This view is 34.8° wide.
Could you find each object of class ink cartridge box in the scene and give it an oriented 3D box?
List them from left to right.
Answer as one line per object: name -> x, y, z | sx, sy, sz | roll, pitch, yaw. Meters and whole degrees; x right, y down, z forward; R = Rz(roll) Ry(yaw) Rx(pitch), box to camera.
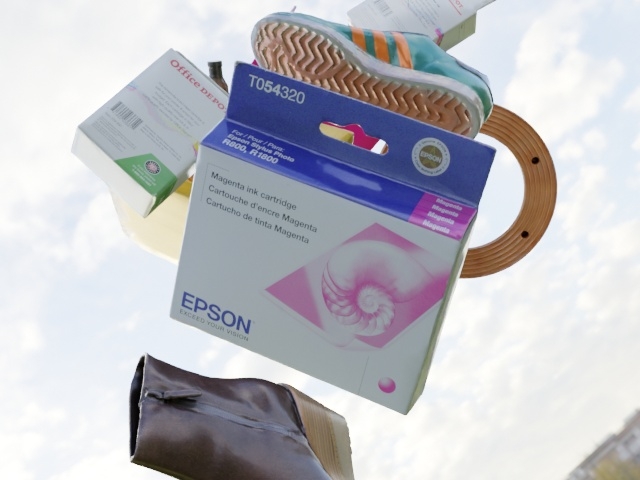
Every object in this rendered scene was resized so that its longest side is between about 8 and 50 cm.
ink cartridge box -> -0.240, -0.162, 1.522 | 0.212, 0.154, 0.093 | -48, 0, -29
ink cartridge box -> 0.000, 0.000, 1.173 | 0.071, 0.324, 0.330 | -44, -30, -59
ink cartridge box -> 0.152, -0.332, 1.509 | 0.198, 0.115, 0.067 | -32, -18, -4

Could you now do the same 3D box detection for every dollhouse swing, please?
dollhouse swing -> -0.149, -0.085, 1.789 | 0.315, 0.305, 0.347 | -46, -19, -21

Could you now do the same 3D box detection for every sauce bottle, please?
sauce bottle -> -0.176, -0.247, 1.767 | 0.042, 0.042, 0.128 | -18, -68, -42

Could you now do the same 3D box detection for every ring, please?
ring -> 0.263, -0.093, 1.873 | 0.336, 0.336, 0.032 | -48, 7, 15

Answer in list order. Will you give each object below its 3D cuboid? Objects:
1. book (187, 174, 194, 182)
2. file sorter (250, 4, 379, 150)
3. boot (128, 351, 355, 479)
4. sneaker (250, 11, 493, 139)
book -> -0.282, -0.119, 2.234 | 0.144, 0.035, 0.096 | -26, -68, 1
file sorter -> -0.002, -0.305, 2.068 | 0.202, 0.290, 0.182 | -49, 12, 36
boot -> -0.059, 0.205, 0.822 | 0.206, 0.248, 0.090 | 20, -59, -24
sneaker -> 0.065, -0.206, 1.245 | 0.121, 0.302, 0.108 | -54, -15, -52
